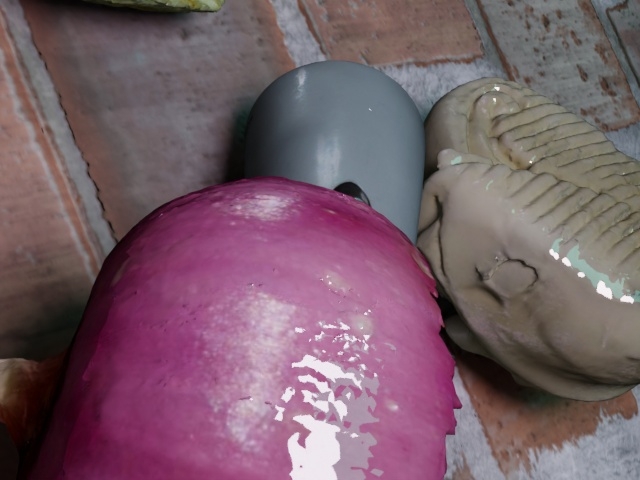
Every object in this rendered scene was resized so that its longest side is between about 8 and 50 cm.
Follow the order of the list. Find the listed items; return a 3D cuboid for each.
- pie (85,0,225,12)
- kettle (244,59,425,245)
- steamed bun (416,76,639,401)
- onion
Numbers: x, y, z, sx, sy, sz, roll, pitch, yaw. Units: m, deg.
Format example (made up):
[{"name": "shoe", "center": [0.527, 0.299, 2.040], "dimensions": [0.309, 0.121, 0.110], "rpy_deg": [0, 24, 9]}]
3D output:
[{"name": "pie", "center": [-0.184, -0.263, 1.014], "dimensions": [0.248, 0.090, 0.201], "rpy_deg": [-2, 61, -48]}, {"name": "kettle", "center": [0.000, 0.000, 0.996], "dimensions": [0.160, 0.210, 0.243], "rpy_deg": [16, 33, -8]}, {"name": "steamed bun", "center": [0.215, 0.022, 1.202], "dimensions": [0.324, 0.219, 0.310], "rpy_deg": [25, 33, -5]}, {"name": "onion", "center": [-0.076, 0.131, 0.720], "dimensions": [0.345, 0.358, 0.358], "rpy_deg": [17, 58, -35]}]
